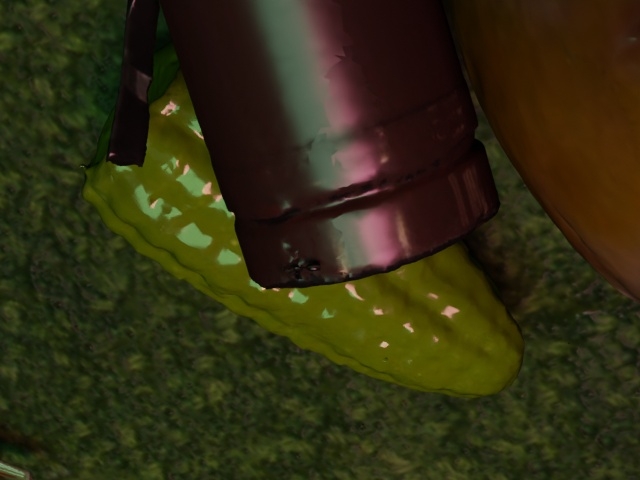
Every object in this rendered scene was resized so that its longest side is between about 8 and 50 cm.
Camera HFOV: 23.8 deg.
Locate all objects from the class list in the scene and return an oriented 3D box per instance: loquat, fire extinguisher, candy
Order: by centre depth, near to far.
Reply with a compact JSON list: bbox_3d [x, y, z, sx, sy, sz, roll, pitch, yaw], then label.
[{"bbox_3d":[0.132,-0.078,0.496,0.179,0.179,0.227,-24,101,29],"label":"loquat"},{"bbox_3d":[-0.043,-0.153,0.517,0.141,0.105,0.341,-19,103,-5],"label":"fire extinguisher"},{"bbox_3d":[0.000,0.000,0.642,0.209,0.097,0.097,35,126,-11],"label":"candy"}]

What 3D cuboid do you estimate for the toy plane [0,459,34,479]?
[{"bbox_3d":[-0.203,0.120,0.812,0.102,0.040,0.111,-15,117,23],"label":"toy plane"}]
